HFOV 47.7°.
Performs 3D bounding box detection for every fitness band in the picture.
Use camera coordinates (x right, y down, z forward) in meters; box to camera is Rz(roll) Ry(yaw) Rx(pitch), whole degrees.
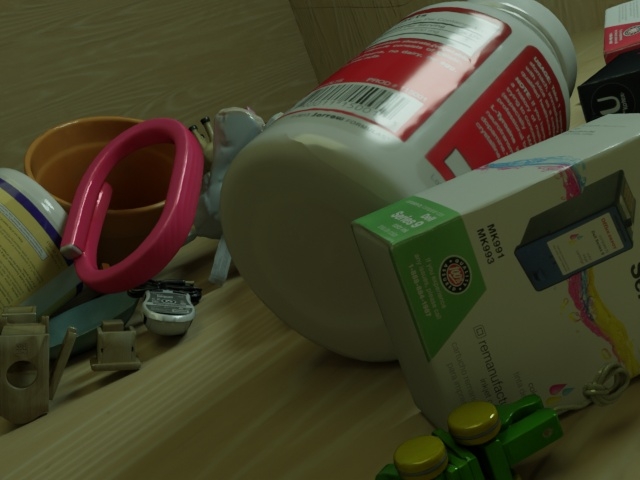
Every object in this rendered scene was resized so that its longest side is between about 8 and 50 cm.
[{"bbox_3d":[-0.270,-0.058,1.049,0.208,0.054,0.291,-17,50,23],"label":"fitness band"}]

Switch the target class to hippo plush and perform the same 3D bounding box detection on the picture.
[{"bbox_3d":[-0.098,-0.058,1.193,0.236,0.234,0.294,108,-172,-85],"label":"hippo plush"}]

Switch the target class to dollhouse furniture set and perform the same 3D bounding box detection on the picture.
[{"bbox_3d":[-0.318,0.148,0.912,0.160,0.101,0.182,1,6,-20],"label":"dollhouse furniture set"}]

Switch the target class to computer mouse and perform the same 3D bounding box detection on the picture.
[{"bbox_3d":[-0.208,0.091,0.967,0.105,0.042,0.193,8,11,-13],"label":"computer mouse"}]

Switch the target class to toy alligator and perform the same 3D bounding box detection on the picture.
[{"bbox_3d":[0.094,0.117,0.416,0.189,0.056,0.051,-26,15,-21],"label":"toy alligator"}]

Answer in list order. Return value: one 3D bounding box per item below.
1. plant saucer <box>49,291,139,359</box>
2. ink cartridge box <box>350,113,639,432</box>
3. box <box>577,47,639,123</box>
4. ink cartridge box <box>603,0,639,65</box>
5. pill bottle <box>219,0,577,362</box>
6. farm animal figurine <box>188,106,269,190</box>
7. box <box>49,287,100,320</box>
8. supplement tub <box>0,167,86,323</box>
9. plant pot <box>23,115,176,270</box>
[{"bbox_3d":[-0.347,0.131,1.057,0.194,0.038,0.195,-20,13,5],"label":"plant saucer"},{"bbox_3d":[0.150,0.022,0.489,0.212,0.155,0.093,-23,14,-10],"label":"ink cartridge box"},{"bbox_3d":[0.437,-0.149,0.755,0.270,0.144,0.165,-9,17,41],"label":"box"},{"bbox_3d":[0.616,-0.326,1.136,0.306,0.131,0.226,-11,28,30],"label":"ink cartridge box"},{"bbox_3d":[0.107,-0.093,0.717,0.229,0.229,0.408,-8,29,44],"label":"pill bottle"},{"bbox_3d":[-0.200,-0.151,1.662,0.326,0.172,0.330,-34,-10,36],"label":"farm animal figurine"},{"bbox_3d":[-0.437,0.075,1.348,0.063,0.067,0.324,-8,20,46],"label":"box"},{"bbox_3d":[-0.542,0.070,1.090,0.241,0.241,0.331,-5,32,49],"label":"supplement tub"},{"bbox_3d":[-0.371,-0.063,1.303,0.290,0.204,0.291,8,40,-6],"label":"plant pot"}]
